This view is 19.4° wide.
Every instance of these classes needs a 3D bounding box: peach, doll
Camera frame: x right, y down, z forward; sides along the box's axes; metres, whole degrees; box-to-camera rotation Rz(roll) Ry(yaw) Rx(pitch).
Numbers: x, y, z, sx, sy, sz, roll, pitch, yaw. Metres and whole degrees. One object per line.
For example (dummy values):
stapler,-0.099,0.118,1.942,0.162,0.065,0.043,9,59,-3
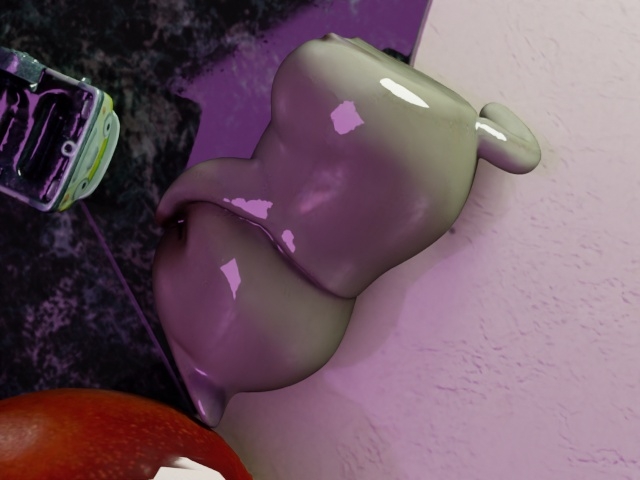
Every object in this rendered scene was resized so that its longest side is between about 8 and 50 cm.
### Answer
peach,-0.206,0.309,1.628,0.388,0.388,0.388,0,91,16
doll,-0.008,-0.030,1.664,0.370,0.215,0.226,-43,96,10

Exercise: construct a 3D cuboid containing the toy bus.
toy bus,-0.326,-0.128,1.774,0.276,0.164,0.134,24,92,13
